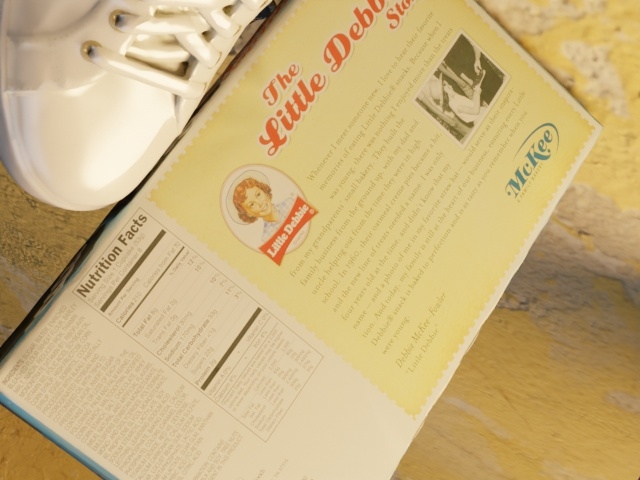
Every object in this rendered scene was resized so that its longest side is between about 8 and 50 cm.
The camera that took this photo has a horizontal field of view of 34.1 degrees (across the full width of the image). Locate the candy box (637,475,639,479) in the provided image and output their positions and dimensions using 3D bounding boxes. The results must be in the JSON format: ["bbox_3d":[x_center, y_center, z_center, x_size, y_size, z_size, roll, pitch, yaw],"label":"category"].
[{"bbox_3d":[0.345,0.243,0.637,0.317,0.268,0.122,31,157,3],"label":"candy box"}]

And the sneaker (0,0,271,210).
[{"bbox_3d":[-0.047,-0.130,0.418,0.106,0.290,0.123,11,-161,-44],"label":"sneaker"}]

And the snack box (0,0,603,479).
[{"bbox_3d":[0.000,0.000,0.546,0.187,0.322,0.060,41,159,-14],"label":"snack box"}]

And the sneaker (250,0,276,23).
[{"bbox_3d":[-0.056,-0.217,0.531,0.125,0.104,0.261,4,144,-4],"label":"sneaker"}]
